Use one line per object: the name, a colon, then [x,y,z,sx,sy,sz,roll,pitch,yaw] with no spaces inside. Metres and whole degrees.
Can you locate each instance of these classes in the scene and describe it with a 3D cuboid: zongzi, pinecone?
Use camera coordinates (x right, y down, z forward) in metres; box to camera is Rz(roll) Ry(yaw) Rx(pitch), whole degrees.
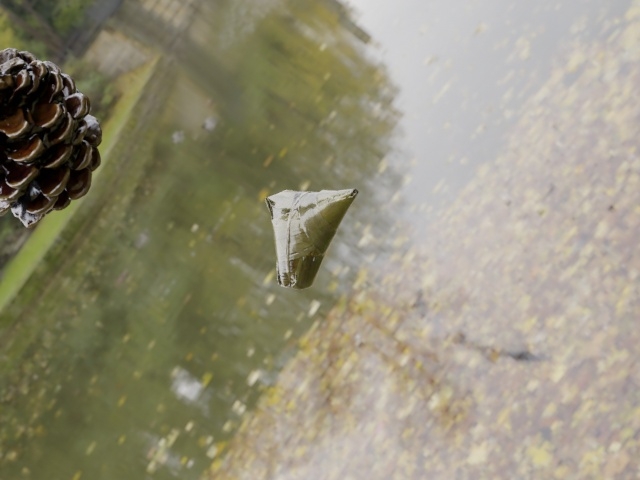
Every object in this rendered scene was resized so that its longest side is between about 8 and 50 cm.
zongzi: [0.000,0.000,1.707,0.176,0.160,0.078,1,14,42]
pinecone: [-0.438,-0.162,1.623,0.244,0.257,0.243,-13,26,6]
